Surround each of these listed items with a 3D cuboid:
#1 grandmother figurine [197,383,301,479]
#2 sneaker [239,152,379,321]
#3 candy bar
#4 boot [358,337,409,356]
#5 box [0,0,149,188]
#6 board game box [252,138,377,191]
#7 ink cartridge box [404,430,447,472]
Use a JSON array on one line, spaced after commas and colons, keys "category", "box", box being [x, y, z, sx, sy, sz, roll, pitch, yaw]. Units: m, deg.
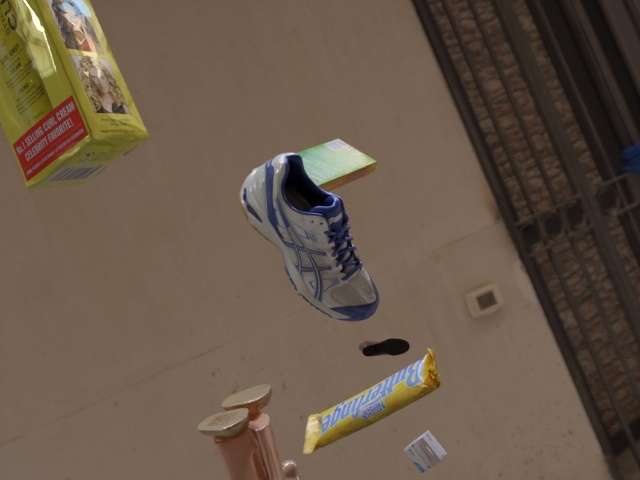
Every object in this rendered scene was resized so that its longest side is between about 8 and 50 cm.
[{"category": "grandmother figurine", "box": [-0.063, 0.389, 0.817, 0.104, 0.343, 0.208, -14, 10, 34]}, {"category": "sneaker", "box": [0.000, 0.000, 0.910, 0.131, 0.296, 0.112, -35, 10, 47]}, {"category": "candy bar", "box": [0.042, 0.141, 0.509, 0.161, 0.018, 0.040, -39, 25, 33]}, {"category": "boot", "box": [0.139, 0.235, 1.310, 0.106, 0.037, 0.114, -4, -8, 1]}, {"category": "box", "box": [-0.217, -0.161, 0.441, 0.087, 0.232, 0.058, -24, -2, 29]}, {"category": "board game box", "box": [-0.010, -0.149, 1.259, 0.259, 0.124, 0.039, -24, -42, -39]}, {"category": "ink cartridge box", "box": [0.176, 0.348, 0.979, 0.028, 0.048, 0.083, -30, -20, -30]}]
